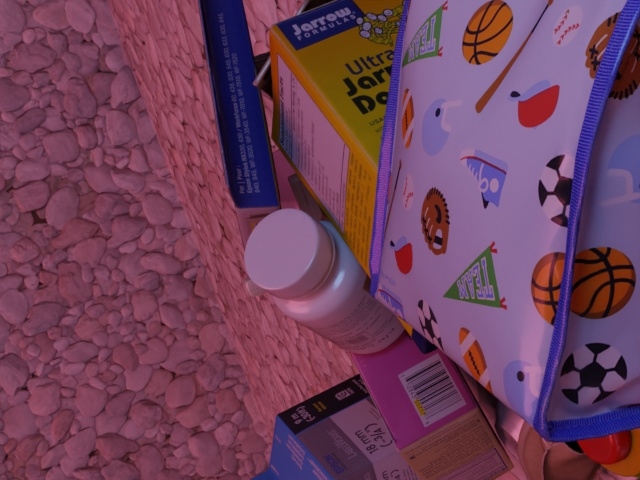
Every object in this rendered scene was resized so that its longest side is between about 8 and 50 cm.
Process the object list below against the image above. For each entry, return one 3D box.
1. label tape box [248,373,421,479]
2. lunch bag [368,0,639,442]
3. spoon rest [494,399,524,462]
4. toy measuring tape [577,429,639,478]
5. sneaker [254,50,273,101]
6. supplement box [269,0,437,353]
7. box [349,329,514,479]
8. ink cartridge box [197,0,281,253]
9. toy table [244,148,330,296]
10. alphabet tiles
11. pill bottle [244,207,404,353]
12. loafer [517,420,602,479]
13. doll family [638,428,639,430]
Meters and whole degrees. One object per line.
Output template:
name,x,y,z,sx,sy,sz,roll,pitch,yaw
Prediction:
label tape box,0.034,0.356,1.802,0.240,0.334,0.106,36,146,58
lunch bag,0.202,-0.092,0.844,0.328,0.239,0.385,-146,55,-63
spoon rest,0.251,0.195,1.408,0.276,0.084,0.137,57,168,-21
toy measuring tape,0.295,0.117,1.097,0.121,0.121,0.330,157,97,-73
sneaker,-0.020,-0.198,1.600,0.296,0.112,0.131,42,152,54
supplement box,0.109,-0.093,1.210,0.356,0.195,0.194,56,160,28
box,0.145,0.214,1.489,0.213,0.117,0.243,63,-177,36
ink cartridge box,-0.101,-0.153,1.404,0.307,0.072,0.303,97,164,-71
toy table,0.000,0.000,1.626,0.274,0.252,0.161,56,-178,-16
alphabet tiles,-0.012,-0.264,1.355,0.009,0.198,0.237,32,-176,4
pill bottle,0.011,0.049,1.341,0.229,0.131,0.131,35,-166,-52
loafer,0.290,0.218,1.247,0.092,0.102,0.268,-125,20,-49
doll family,0.350,0.150,0.863,0.263,0.163,0.118,50,157,42
